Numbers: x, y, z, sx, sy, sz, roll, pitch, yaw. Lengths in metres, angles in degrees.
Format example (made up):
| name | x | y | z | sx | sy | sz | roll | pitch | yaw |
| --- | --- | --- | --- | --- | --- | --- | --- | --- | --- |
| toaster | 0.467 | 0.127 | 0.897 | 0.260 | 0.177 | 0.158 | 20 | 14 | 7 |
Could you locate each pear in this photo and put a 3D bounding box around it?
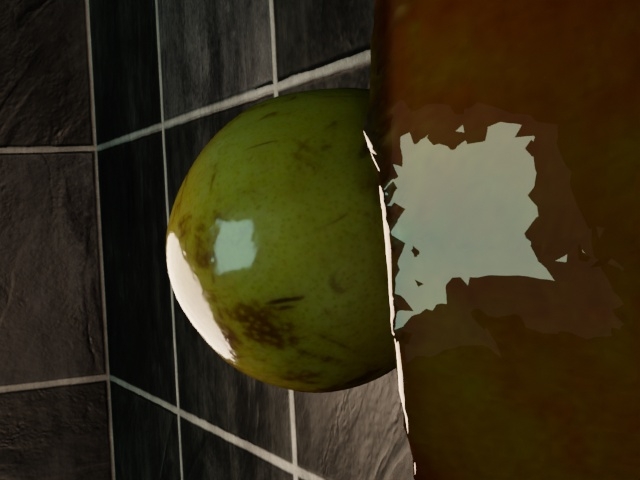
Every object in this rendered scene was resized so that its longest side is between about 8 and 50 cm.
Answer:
| name | x | y | z | sx | sy | sz | roll | pitch | yaw |
| --- | --- | --- | --- | --- | --- | --- | --- | --- | --- |
| pear | 0.000 | 0.000 | 0.919 | 0.281 | 0.281 | 0.280 | 176 | 90 | -65 |

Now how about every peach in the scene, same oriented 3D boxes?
| name | x | y | z | sx | sy | sz | roll | pitch | yaw |
| --- | --- | --- | --- | --- | --- | --- | --- | --- | --- |
| peach | 0.183 | -0.031 | 0.478 | 0.335 | 0.310 | 0.406 | 48 | -140 | -69 |
